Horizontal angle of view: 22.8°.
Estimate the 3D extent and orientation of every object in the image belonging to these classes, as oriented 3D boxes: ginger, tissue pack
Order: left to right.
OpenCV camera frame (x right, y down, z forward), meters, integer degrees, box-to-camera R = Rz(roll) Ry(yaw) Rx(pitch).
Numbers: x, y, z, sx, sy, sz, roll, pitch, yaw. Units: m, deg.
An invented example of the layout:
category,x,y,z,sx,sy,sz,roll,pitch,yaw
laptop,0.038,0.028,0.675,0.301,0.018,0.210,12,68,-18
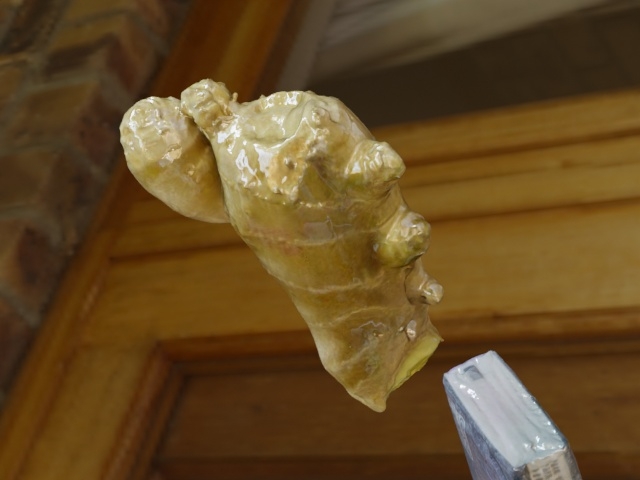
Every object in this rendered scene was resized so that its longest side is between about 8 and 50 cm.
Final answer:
category,x,y,z,sx,sy,sz,roll,pitch,yaw
ginger,0.006,-0.009,0.755,0.205,0.115,0.081,43,-158,-27
tissue pack,0.131,0.161,0.997,0.051,0.112,0.156,-24,-57,-8
